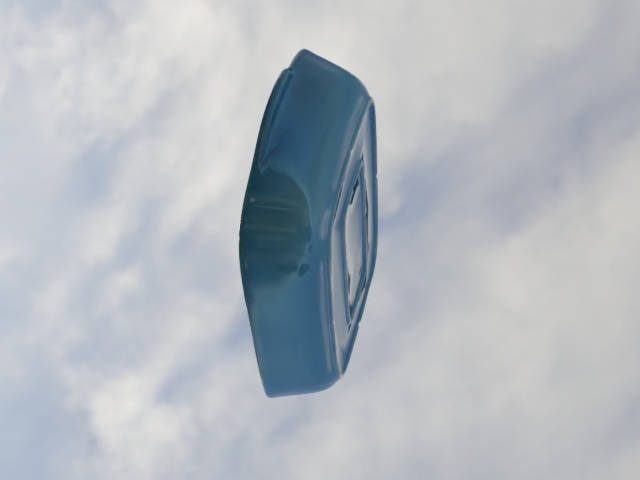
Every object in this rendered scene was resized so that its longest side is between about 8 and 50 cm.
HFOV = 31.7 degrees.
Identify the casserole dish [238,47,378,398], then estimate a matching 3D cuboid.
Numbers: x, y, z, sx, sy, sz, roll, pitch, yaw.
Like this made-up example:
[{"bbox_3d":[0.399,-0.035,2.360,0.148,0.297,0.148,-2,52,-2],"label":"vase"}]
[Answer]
[{"bbox_3d":[0.000,0.000,0.515,0.037,0.114,0.188,11,-34,10],"label":"casserole dish"}]
